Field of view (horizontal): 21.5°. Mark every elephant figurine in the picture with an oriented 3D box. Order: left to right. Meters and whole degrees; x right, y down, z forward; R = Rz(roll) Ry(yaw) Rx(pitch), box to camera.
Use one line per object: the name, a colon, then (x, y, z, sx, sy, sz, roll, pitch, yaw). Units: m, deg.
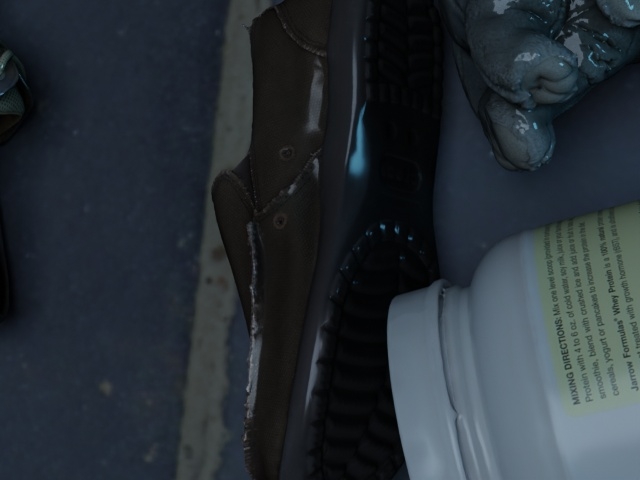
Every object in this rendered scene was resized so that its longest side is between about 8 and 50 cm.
elephant figurine: (0.203, -0.148, 1.052, 0.239, 0.186, 0.169, -20, 36, 1)

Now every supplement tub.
supplement tub: (0.221, 0.087, 0.963, 0.325, 0.235, 0.235, -15, 81, 12)

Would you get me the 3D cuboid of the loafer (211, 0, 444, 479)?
loafer: (0.000, 0.000, 1.098, 0.130, 0.134, 0.365, -3, 72, 37)

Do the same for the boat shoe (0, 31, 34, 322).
boat shoe: (-0.264, -0.101, 1.172, 0.130, 0.132, 0.355, 0, 93, 4)
